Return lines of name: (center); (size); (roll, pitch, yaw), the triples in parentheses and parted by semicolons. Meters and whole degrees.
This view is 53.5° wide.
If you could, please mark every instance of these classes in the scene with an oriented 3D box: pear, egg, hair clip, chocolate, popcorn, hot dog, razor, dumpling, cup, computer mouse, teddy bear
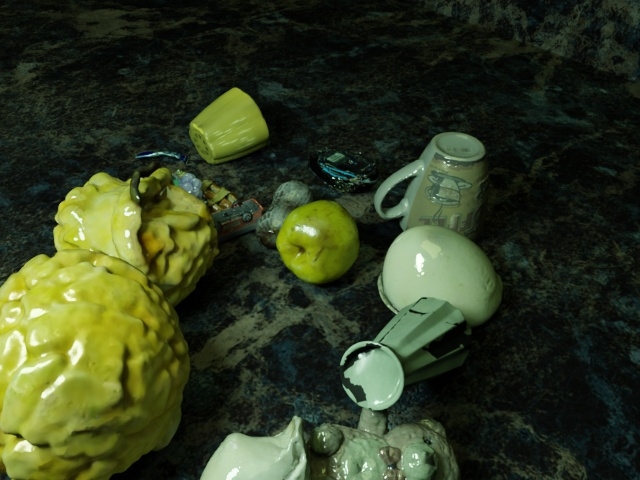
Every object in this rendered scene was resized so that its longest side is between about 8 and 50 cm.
pear: (0.000, 0.000, 1.485); (0.200, 0.200, 0.200); (3, 39, -3)
egg: (0.286, 0.065, 1.448); (0.286, 0.174, 0.264); (15, 44, 6)
hair clip: (-0.352, -0.112, 1.620); (0.195, 0.052, 0.124); (20, 71, 35)
chocolate: (-0.087, -0.069, 1.622); (0.110, 0.110, 0.248); (13, 45, 10)
popcorn: (-0.389, 0.214, 1.055); (0.344, 0.390, 0.354); (8, 4, -21)
hot dog: (-0.334, -0.126, 1.691); (0.269, 0.072, 0.109); (25, 41, 21)
razor: (-0.463, -0.249, 1.858); (0.155, 0.028, 0.044); (3, 40, -3)
dumpling: (-0.126, 0.383, 0.999); (0.243, 0.175, 0.227); (-17, 7, -11)
cup: (0.290, -0.139, 1.633); (0.301, 0.257, 0.227); (-3, 38, -7)
computer mouse: (0.065, -0.196, 1.813); (0.242, 0.077, 0.146); (29, 45, 32)
popcorn: (-0.387, -0.016, 1.334); (0.349, 0.381, 0.349); (9, 58, -14)
teddy bear: (0.101, 0.388, 1.053); (0.267, 0.151, 0.236); (2, 60, -1)

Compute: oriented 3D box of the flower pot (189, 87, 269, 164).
flower pot: (-0.276, -0.320, 1.859); (0.179, 0.195, 0.195); (-36, 53, -23)

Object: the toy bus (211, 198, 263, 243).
toy bus: (-0.238, -0.042, 1.593); (0.192, 0.077, 0.065); (-23, 48, -27)

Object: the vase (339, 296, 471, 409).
vase: (0.167, 0.205, 1.182); (0.165, 0.165, 0.360); (26, 16, 24)
